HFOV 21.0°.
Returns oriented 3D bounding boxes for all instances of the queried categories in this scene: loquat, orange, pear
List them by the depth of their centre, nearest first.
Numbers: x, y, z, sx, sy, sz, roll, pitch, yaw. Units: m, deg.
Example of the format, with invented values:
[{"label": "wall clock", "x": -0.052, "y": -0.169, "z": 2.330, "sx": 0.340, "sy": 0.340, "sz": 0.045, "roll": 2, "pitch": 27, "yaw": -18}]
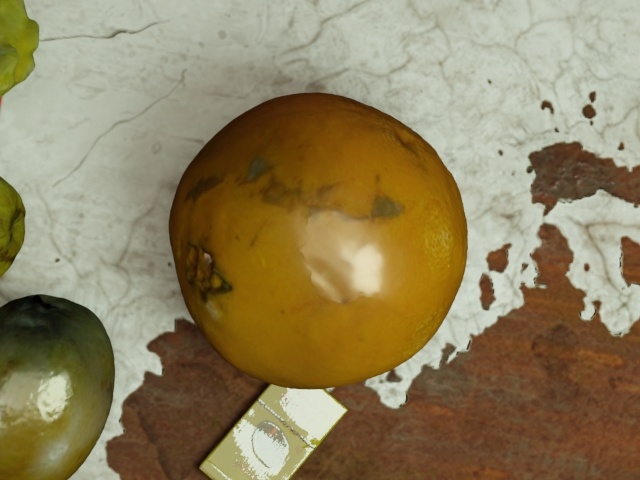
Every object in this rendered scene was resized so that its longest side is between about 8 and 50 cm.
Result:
[{"label": "orange", "x": 0.000, "y": 0.000, "z": 1.759, "sx": 0.312, "sy": 0.312, "sz": 0.312, "roll": 0, "pitch": 90, "yaw": -7}, {"label": "loquat", "x": -0.307, "y": 0.164, "z": 1.787, "sx": 0.179, "sy": 0.179, "sz": 0.227, "roll": 37, "pitch": 89, "yaw": -5}, {"label": "pear", "x": -0.388, "y": -0.010, "z": 1.788, "sx": 0.162, "sy": 0.149, "sz": 0.148, "roll": -8, "pitch": 91, "yaw": 0}]

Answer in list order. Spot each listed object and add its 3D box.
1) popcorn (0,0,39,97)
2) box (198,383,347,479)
[{"label": "popcorn", "x": -0.415, "y": -0.214, "z": 1.775, "sx": 0.233, "sy": 0.192, "sz": 0.266, "roll": 17, "pitch": 83, "yaw": -36}, {"label": "box", "x": -0.052, "y": 0.217, "z": 1.889, "sx": 0.087, "sy": 0.023, "sz": 0.155, "roll": 42, "pitch": 85, "yaw": -7}]
